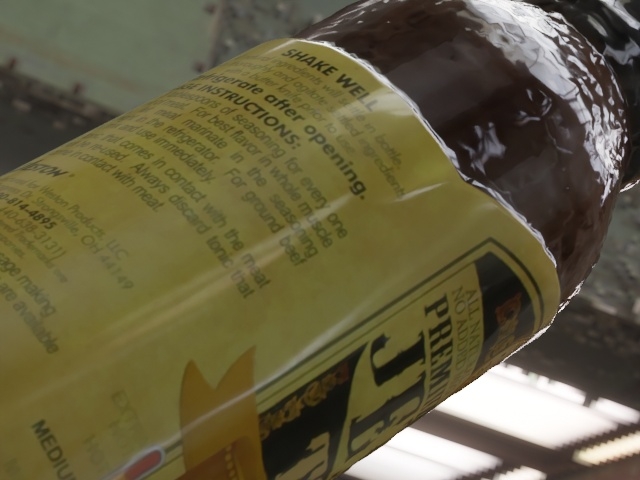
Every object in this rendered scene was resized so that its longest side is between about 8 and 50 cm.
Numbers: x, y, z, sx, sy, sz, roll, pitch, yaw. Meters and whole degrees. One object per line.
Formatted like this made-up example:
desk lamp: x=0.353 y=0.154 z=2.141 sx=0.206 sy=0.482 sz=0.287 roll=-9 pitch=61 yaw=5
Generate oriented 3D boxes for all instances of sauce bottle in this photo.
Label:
sauce bottle: x=0.000 y=0.000 z=0.483 sx=0.344 sy=0.111 sz=0.111 roll=-31 pitch=-173 yaw=-29
